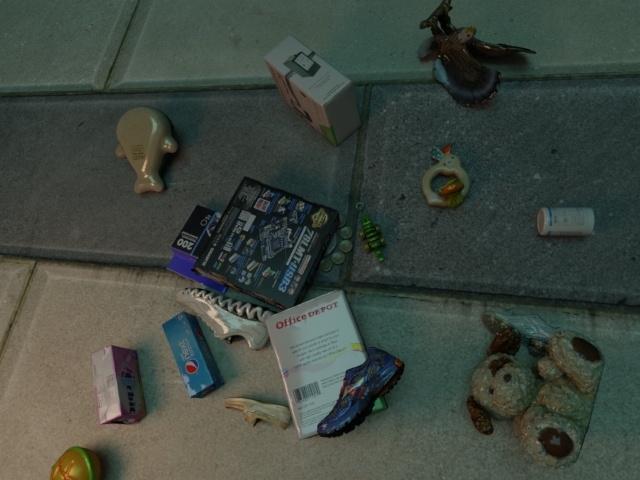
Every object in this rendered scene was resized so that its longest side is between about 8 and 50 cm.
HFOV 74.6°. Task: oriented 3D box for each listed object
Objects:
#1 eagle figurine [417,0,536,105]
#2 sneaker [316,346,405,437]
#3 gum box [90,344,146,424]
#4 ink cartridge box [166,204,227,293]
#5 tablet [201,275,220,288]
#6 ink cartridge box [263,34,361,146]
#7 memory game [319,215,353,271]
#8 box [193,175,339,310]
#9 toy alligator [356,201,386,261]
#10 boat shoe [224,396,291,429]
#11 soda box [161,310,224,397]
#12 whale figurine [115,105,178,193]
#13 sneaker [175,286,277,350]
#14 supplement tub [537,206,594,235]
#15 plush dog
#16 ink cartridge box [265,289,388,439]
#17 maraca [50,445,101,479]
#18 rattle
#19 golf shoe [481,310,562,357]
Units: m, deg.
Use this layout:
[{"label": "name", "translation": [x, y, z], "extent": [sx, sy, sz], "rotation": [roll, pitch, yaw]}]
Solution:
[{"label": "eagle figurine", "translation": [0.425, -0.554, 1.215], "extent": [0.298, 0.225, 0.226], "rotation": [43, 126, -5]}, {"label": "sneaker", "translation": [0.073, 0.311, 0.861], "extent": [0.221, 0.083, 0.087], "rotation": [-42, 55, -13]}, {"label": "gum box", "translation": [-0.512, 0.372, 1.070], "extent": [0.062, 0.107, 0.189], "rotation": [-23, 65, 3]}, {"label": "ink cartridge box", "translation": [-0.316, 0.019, 1.198], "extent": [0.206, 0.045, 0.209], "rotation": [19, 72, 17]}, {"label": "tablet", "translation": [-0.313, 0.094, 1.193], "extent": [0.054, 0.006, 0.084], "rotation": [-14, 67, 7]}, {"label": "ink cartridge box", "translation": [-0.019, -0.438, 1.235], "extent": [0.114, 0.198, 0.273], "rotation": [-42, 65, -4]}, {"label": "memory game", "translation": [0.000, 0.000, 1.157], "extent": [0.186, 0.012, 0.186], "rotation": [-4, 68, 11]}, {"label": "box", "translation": [-0.137, 0.006, 1.118], "extent": [0.293, 0.073, 0.296], "rotation": [21, 72, 12]}, {"label": "toy alligator", "translation": [0.128, -0.033, 1.119], "extent": [0.056, 0.051, 0.190], "rotation": [-20, 66, 4]}, {"label": "boat shoe", "translation": [-0.153, 0.411, 0.998], "extent": [0.169, 0.063, 0.059], "rotation": [5, 64, 14]}, {"label": "soda box", "translation": [-0.330, 0.293, 1.083], "extent": [0.071, 0.067, 0.210], "rotation": [-32, 65, -1]}, {"label": "whale figurine", "translation": [-0.544, -0.286, 1.349], "extent": [0.216, 0.141, 0.272], "rotation": [-6, 92, 11]}, {"label": "sneaker", "translation": [-0.258, 0.198, 1.091], "extent": [0.291, 0.110, 0.119], "rotation": [14, 81, 18]}, {"label": "supplement tub", "translation": [0.587, -0.046, 1.011], "extent": [0.107, 0.071, 0.071], "rotation": [1, 69, 12]}, {"label": "plush dog", "translation": [0.425, 0.314, 0.864], "extent": [0.225, 0.211, 0.263], "rotation": [15, 63, 37]}, {"label": "ink cartridge box", "translation": [0.013, 0.285, 0.981], "extent": [0.201, 0.117, 0.278], "rotation": [-22, 67, 3]}, {"label": "maraca", "translation": [-0.604, 0.575, 1.019], "extent": [0.185, 0.099, 0.127], "rotation": [-38, 67, 23]}, {"label": "rattle", "translation": [0.324, -0.196, 1.098], "extent": [0.130, 0.142, 0.200], "rotation": [1, 74, 33]}, {"label": "golf shoe", "translation": [0.459, 0.197, 0.957], "extent": [0.176, 0.069, 0.086], "rotation": [27, 57, 18]}]
